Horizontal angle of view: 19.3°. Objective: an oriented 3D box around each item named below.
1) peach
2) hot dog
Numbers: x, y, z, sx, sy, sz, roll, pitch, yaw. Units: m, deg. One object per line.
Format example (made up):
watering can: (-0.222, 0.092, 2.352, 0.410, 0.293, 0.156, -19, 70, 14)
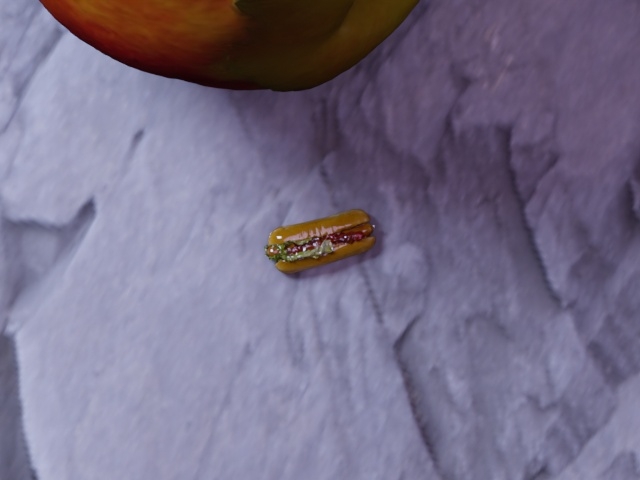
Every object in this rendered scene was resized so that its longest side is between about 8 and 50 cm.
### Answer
peach: (-0.072, -0.282, 1.211, 0.370, 0.370, 0.370, 0, 90, -9)
hot dog: (0.000, 0.000, 1.368, 0.083, 0.021, 0.037, -18, 91, -10)
